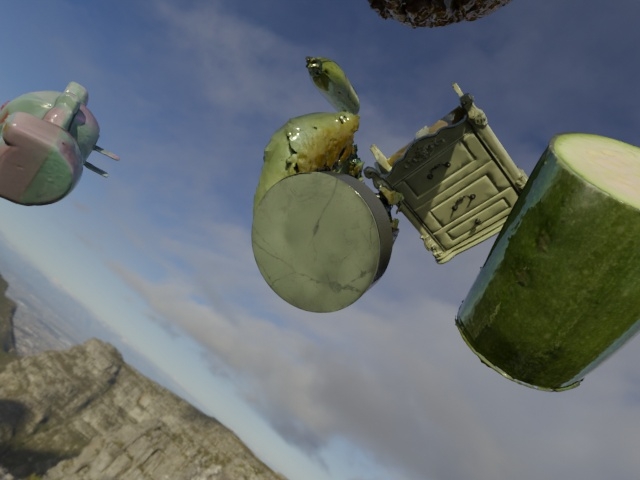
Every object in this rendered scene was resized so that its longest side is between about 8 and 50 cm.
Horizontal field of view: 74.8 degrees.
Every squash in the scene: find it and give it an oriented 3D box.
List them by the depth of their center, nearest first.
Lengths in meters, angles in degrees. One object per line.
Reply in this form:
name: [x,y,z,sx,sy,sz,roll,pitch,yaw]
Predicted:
squash: [0.417,0.051,0.698,0.263,0.263,0.384,30,-49,20]
squash: [0.032,-0.424,1.128,0.095,0.094,0.341,28,6,23]

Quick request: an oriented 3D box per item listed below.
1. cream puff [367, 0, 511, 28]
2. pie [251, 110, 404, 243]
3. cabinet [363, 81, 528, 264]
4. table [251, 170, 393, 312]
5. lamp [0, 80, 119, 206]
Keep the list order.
cream puff: [0.201,-0.453,0.604,0.343,0.327,0.231,32,29,-47]
pie: [0.017,-0.036,0.720,0.078,0.296,0.371,26,-16,43]
cabinet: [0.317,-0.167,1.038,0.290,0.227,0.318,-34,-71,26]
table: [0.000,0.000,0.404,0.134,0.043,0.133,6,-77,26]
lamp: [-0.576,-0.201,0.920,0.248,0.247,0.301,27,20,-36]
